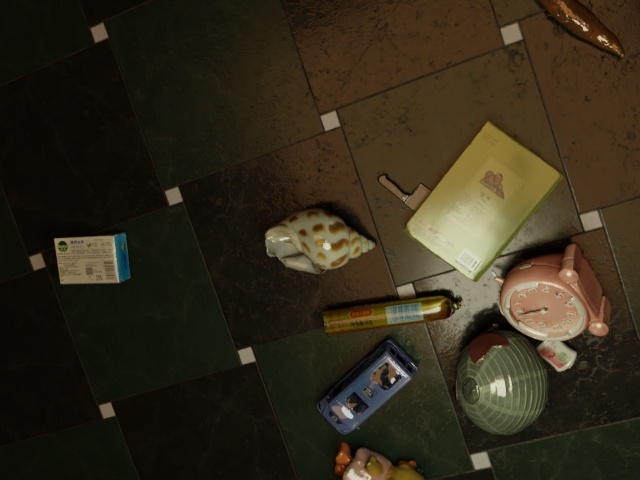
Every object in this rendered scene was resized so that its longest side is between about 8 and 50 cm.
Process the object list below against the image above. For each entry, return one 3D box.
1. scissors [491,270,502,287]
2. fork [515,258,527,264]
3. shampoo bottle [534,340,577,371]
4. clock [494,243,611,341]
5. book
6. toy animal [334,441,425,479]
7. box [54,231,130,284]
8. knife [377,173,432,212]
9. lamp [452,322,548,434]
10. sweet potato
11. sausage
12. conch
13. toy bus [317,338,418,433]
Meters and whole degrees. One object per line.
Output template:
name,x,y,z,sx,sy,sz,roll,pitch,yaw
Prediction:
scissors,0.467,0.112,1.824,0.036,0.006,0.083,-37,89,18
fork,0.596,0.091,1.785,0.219,0.028,0.034,20,95,6
shampoo bottle,0.601,0.287,1.800,0.099,0.043,0.072,41,107,5
clock,0.554,0.134,1.730,0.241,0.142,0.227,-20,116,37
book,0.407,-0.093,1.790,0.239,0.035,0.352,37,103,2
toy animal,0.170,0.654,1.904,0.281,0.169,0.195,12,144,7
box,-0.661,0.052,2.055,0.194,0.073,0.139,-2,98,14
knife,0.259,-0.106,1.837,0.245,0.019,0.072,38,102,2
lamp,0.442,0.347,1.752,0.233,0.233,0.265,17,110,11
sweet potato,0.589,-0.529,1.663,0.314,0.066,0.072,45,113,1
sausage,0.187,0.195,1.870,0.371,0.082,0.082,-10,96,14
conch,0.000,0.000,1.849,0.275,0.183,0.148,24,62,2
toy bus,0.116,0.405,1.891,0.125,0.133,0.292,46,106,3
